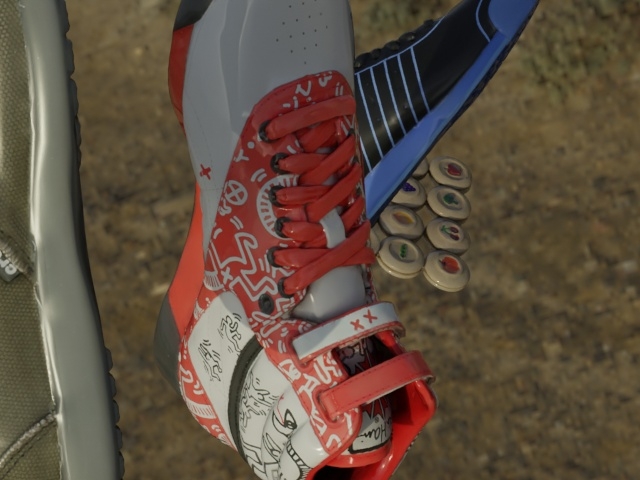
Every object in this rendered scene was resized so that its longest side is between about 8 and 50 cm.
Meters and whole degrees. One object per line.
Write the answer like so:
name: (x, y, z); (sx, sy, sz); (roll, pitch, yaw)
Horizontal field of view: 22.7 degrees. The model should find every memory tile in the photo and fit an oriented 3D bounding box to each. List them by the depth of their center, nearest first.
memory tile: (0.064, -0.026, 1.223); (0.113, 0.012, 0.148); (17, 43, -9)

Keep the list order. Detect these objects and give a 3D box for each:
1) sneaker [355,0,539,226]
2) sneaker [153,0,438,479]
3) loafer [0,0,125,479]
sneaker: (0.044, -0.095, 1.018); (0.232, 0.090, 0.081); (-51, -4, 4)
sneaker: (0.001, 0.000, 0.697); (0.090, 0.270, 0.145); (-18, 45, -34)
loafer: (-0.124, -0.017, 0.516); (0.087, 0.251, 0.094); (-10, 3, -19)
